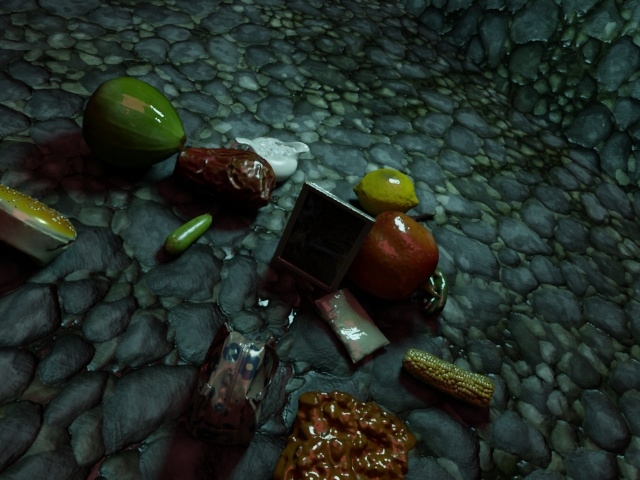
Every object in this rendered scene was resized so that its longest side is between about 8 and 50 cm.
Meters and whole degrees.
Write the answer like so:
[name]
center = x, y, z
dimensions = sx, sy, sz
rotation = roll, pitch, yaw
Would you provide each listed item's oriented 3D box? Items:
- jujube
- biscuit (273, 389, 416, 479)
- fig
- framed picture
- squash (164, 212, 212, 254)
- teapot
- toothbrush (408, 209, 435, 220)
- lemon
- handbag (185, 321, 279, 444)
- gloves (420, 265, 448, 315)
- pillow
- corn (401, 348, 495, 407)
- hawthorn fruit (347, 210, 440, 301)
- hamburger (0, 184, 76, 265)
[jujube]
center = -0.326, -0.220, 1.537
dimensions = 0.342, 0.216, 0.216
rotation = 12, 48, 4
[biscuit]
center = 0.059, 0.535, 1.104
dimensions = 0.318, 0.110, 0.312
rotation = 25, 49, 0
[fig]
center = -0.592, -0.366, 1.470
dimensions = 0.316, 0.316, 0.316
rotation = 11, 49, -13
[framed picture]
center = 0.000, 0.000, 1.384
dimensions = 0.241, 0.324, 0.020
rotation = 32, 36, 4
[squash]
center = -0.410, -0.025, 1.415
dimensions = 0.066, 0.066, 0.201
rotation = 34, 48, 8
[teapot]
center = -0.195, -0.311, 1.686
dimensions = 0.298, 0.139, 0.204
rotation = -6, 56, -29
[toothbrush]
center = 0.313, -0.073, 1.757
dimensions = 0.364, 0.041, 0.041
rotation = -14, 58, -30
[lemon]
center = 0.246, -0.175, 1.713
dimensions = 0.257, 0.188, 0.188
rotation = 13, 46, 12
[handbag]
center = -0.209, 0.342, 1.102
dimensions = 0.190, 0.193, 0.251
rotation = 15, 47, -4
[gloves]
center = 0.383, 0.137, 1.562
dimensions = 0.107, 0.135, 0.268
rotation = -17, 46, 18
[pillow]
center = 0.093, 0.255, 1.391
dimensions = 0.148, 0.050, 0.229
rotation = -24, 67, -30
[corn]
center = 0.377, 0.404, 1.343
dimensions = 0.292, 0.101, 0.101
rotation = 26, 47, -1
[hawthorn fruit]
center = 0.251, 0.077, 1.447
dimensions = 0.330, 0.287, 0.287
rotation = 41, 49, 20
[hamburger]
center = -0.801, -0.056, 1.188
dimensions = 0.295, 0.227, 0.151
rotation = 32, 71, 2
